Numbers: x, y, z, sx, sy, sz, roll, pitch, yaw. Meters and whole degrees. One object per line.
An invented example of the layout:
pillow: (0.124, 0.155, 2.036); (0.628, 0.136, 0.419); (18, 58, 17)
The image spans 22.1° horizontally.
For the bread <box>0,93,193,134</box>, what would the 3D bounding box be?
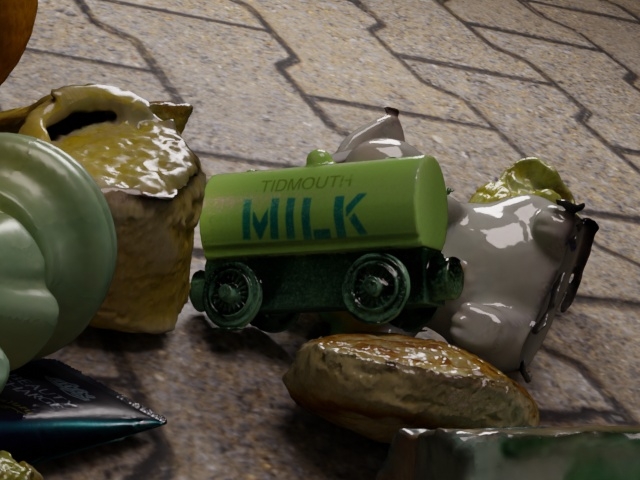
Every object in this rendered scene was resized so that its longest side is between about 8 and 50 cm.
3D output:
bread: (-0.238, -0.091, 1.520); (0.233, 0.088, 0.161); (-8, 7, 43)

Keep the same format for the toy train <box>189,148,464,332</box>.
toy train: (0.000, 0.000, 1.400); (0.253, 0.157, 0.105); (-4, -9, 28)

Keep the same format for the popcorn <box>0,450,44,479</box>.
popcorn: (-0.212, 0.171, 1.043); (0.083, 0.068, 0.059); (-36, 64, -29)

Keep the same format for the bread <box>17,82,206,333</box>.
bread: (-0.181, -0.019, 1.366); (0.197, 0.170, 0.197); (18, 33, -12)

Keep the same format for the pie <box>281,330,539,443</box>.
pie: (0.073, 0.121, 1.301); (0.205, 0.084, 0.179); (9, 2, -16)

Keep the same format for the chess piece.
chess piece: (-0.252, 0.027, 1.085); (0.176, 0.176, 0.298); (22, 14, 7)

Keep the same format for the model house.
model house: (0.158, 0.218, 1.144); (0.267, 0.194, 0.325); (2, -4, -18)

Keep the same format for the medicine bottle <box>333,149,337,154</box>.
medicine bottle: (0.039, -0.064, 1.795); (0.058, 0.058, 0.091); (16, 22, -9)

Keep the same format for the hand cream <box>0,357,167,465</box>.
hand cream: (-0.229, 0.127, 1.149); (0.120, 0.061, 0.270); (23, 14, 26)

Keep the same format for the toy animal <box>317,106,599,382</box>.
toy animal: (0.090, -0.001, 1.544); (0.310, 0.183, 0.247); (22, 17, 20)

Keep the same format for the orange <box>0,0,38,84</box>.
orange: (-0.414, -0.218, 1.509); (0.334, 0.262, 0.196); (2, 27, -27)

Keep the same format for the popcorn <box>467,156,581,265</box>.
popcorn: (0.210, -0.001, 1.722); (0.135, 0.162, 0.141); (-11, -11, 17)
